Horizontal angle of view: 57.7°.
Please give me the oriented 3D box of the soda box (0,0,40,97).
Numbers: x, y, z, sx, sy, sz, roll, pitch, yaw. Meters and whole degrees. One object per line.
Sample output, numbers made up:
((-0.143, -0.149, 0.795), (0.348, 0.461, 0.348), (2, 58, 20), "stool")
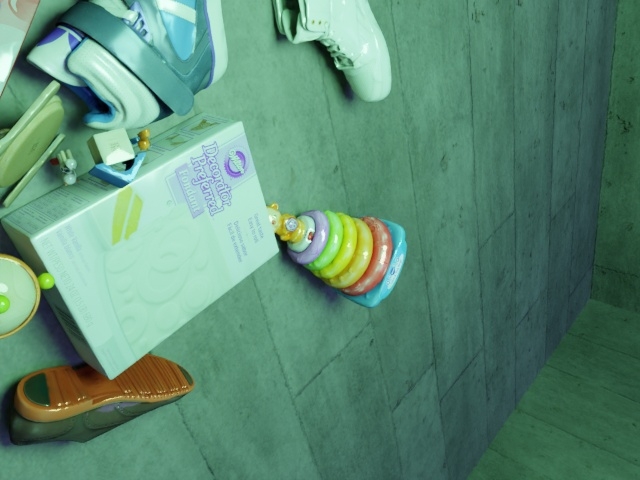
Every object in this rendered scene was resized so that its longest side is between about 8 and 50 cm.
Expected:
((-0.358, -0.166, 0.562), (0.092, 0.084, 0.263), (24, 75, -37), "soda box")

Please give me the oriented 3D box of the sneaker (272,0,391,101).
((0.011, -0.339, 0.967), (0.169, 0.108, 0.292), (-41, 123, -29), "sneaker")

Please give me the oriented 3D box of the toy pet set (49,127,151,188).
((-0.254, -0.095, 0.721), (0.122, 0.114, 0.065), (-24, 99, -33), "toy pet set")

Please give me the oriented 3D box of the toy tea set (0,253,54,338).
((-0.442, 0.094, 0.573), (0.336, 0.124, 0.200), (-53, 128, -20), "toy tea set")

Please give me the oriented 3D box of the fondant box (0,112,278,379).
((-0.228, -0.003, 0.827), (0.330, 0.096, 0.238), (-40, 132, -34), "fondant box")

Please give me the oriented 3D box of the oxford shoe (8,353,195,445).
((-0.312, 0.232, 0.849), (0.271, 0.097, 0.098), (5, 121, -46), "oxford shoe")

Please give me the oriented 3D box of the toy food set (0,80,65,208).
((-0.329, -0.108, 0.627), (0.039, 0.192, 0.132), (36, 70, -14), "toy food set")

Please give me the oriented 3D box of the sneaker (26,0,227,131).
((-0.237, -0.285, 0.668), (0.236, 0.130, 0.322), (-42, 139, -36), "sneaker")

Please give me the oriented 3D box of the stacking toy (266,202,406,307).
((0.000, 0.000, 1.078), (0.302, 0.166, 0.175), (23, 89, -37), "stacking toy")
